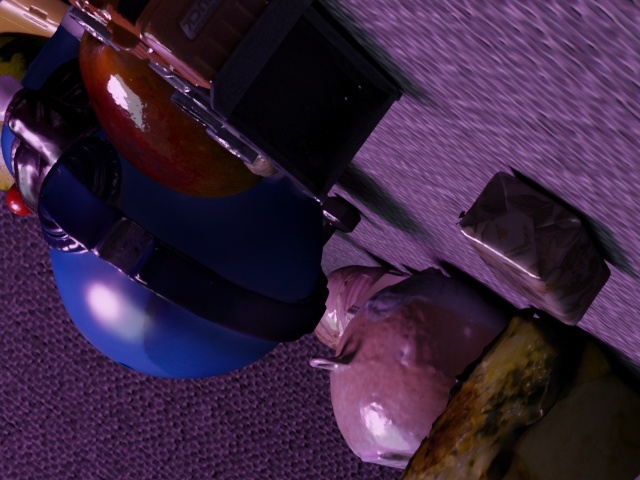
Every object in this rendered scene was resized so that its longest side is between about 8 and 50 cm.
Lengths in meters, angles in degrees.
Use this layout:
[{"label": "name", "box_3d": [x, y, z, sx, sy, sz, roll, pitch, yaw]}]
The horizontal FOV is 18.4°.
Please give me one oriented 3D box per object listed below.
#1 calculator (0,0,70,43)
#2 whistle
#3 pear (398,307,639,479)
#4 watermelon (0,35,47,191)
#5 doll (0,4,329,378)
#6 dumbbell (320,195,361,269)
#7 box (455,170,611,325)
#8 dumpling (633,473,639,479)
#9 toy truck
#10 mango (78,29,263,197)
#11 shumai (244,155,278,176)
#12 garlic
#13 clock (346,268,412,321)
[{"label": "calculator", "box_3d": [-0.264, -0.186, 1.905, 0.157, 0.033, 0.236, 27, 164, 4]}, {"label": "whistle", "box_3d": [0.150, 0.127, 1.723, 0.347, 0.189, 0.189, 15, -175, -23]}, {"label": "pear", "box_3d": [0.195, 0.220, 1.529, 0.255, 0.238, 0.164, 40, 169, -19]}, {"label": "watermelon", "box_3d": [-0.254, -0.133, 1.866, 0.303, 0.159, 0.128, 15, 124, 38]}, {"label": "doll", "box_3d": [-0.128, -0.027, 1.623, 0.310, 0.240, 0.284, 41, -166, 35]}, {"label": "dumbbell", "box_3d": [0.000, 0.000, 1.798, 0.040, 0.083, 0.036, 41, 173, -38]}, {"label": "box", "box_3d": [0.119, 0.005, 1.082, 0.062, 0.045, 0.098, 34, 174, 27]}, {"label": "dumpling", "box_3d": [0.306, 0.238, 1.281, 0.260, 0.181, 0.341, 27, 153, 9]}, {"label": "toy truck", "box_3d": [-0.039, -0.097, 1.024, 0.092, 0.083, 0.192, 34, 176, 43]}, {"label": "mango", "box_3d": [-0.087, -0.088, 1.360, 0.133, 0.111, 0.267, 24, 178, 16]}, {"label": "shumai", "box_3d": [-0.038, -0.090, 1.186, 0.080, 0.082, 0.083, 38, 155, 6]}, {"label": "garlic", "box_3d": [0.068, 0.085, 2.106, 0.159, 0.102, 0.147, 22, 155, 30]}, {"label": "clock", "box_3d": [0.124, 0.125, 1.940, 0.192, 0.071, 0.147, 52, 169, -15]}]
